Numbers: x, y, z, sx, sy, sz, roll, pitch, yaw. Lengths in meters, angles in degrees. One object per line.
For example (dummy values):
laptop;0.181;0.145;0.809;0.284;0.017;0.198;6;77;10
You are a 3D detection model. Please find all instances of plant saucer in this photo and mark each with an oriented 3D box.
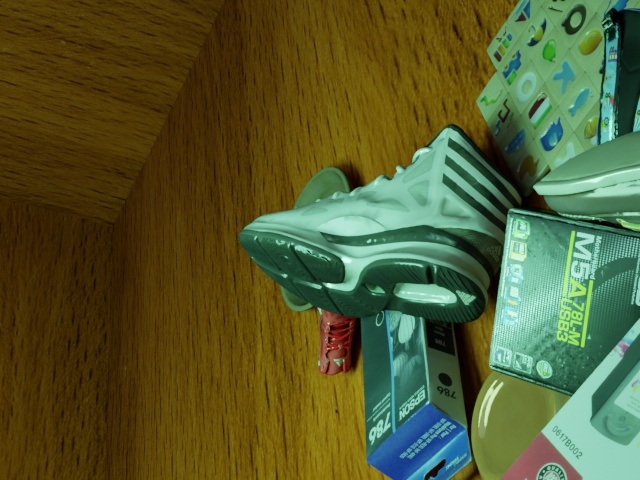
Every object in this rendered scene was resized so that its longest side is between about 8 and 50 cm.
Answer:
plant saucer;0.241;0.221;1.146;0.200;0.037;0.200;-44;39;50
plant saucer;0.000;0.000;1.786;0.278;0.041;0.277;-44;38;48

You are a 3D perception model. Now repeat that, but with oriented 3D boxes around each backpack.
backpack;0.365;-0.149;1.000;0.158;0.117;0.173;-141;55;-65

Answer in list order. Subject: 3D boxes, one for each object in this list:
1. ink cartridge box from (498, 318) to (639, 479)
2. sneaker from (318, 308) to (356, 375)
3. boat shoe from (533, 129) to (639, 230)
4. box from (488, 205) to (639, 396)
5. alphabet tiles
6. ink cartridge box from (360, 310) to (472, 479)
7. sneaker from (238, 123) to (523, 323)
ink cartridge box;0.324;0.178;0.785;0.306;0.131;0.226;-53;29;8
sneaker;0.038;0.151;1.546;0.221;0.087;0.128;88;180;-78
boat shoe;0.316;-0.051;0.884;0.117;0.096;0.324;-35;8;-21
box;0.276;0.070;1.021;0.184;0.045;0.190;17;106;44
alphabet tiles;0.318;-0.232;1.278;0.285;0.011;0.342;-57;30;33
ink cartridge box;0.125;0.194;1.339;0.165;0.065;0.332;-53;27;38
sneaker;0.097;-0.032;1.381;0.448;0.169;0.257;7;54;43
